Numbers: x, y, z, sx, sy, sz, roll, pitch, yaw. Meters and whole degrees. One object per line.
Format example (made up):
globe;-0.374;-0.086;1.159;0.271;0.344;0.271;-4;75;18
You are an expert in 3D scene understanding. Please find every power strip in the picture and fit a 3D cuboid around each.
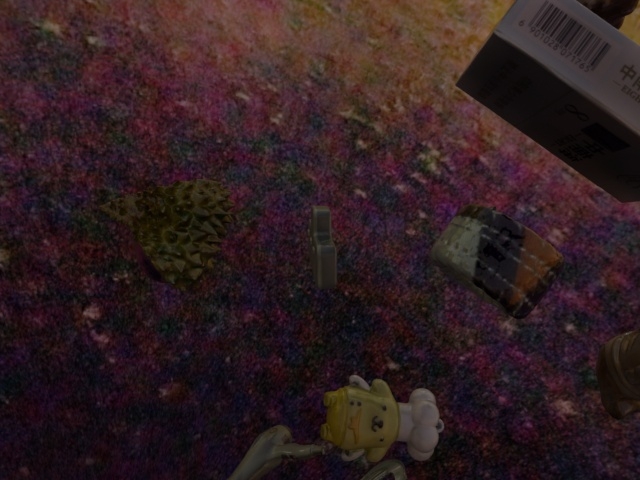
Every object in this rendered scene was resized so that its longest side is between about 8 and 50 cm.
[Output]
power strip;-0.001;0.000;1.310;0.059;0.194;0.265;-2;20;-6

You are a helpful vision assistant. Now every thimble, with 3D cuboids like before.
thimble;0.339;0.042;0.919;0.237;0.150;0.237;37;1;0

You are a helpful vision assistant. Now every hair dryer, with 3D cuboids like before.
hair dryer;-0.121;0.516;1.071;0.218;0.224;0.089;-29;97;-30

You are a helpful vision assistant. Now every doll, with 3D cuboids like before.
doll;0.082;0.233;0.609;0.162;0.062;0.106;7;81;-9

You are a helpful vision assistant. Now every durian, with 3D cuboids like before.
durian;-0.146;0.001;0.543;0.118;0.187;0.108;-19;82;-2

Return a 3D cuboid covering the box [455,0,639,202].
box;0.267;-0.135;0.472;0.242;0.067;0.155;36;4;1

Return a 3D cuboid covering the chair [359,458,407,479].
chair;0.045;0.521;0.855;0.274;0.203;0.191;11;48;-36

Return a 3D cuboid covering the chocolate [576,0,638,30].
chocolate;0.422;-0.359;0.792;0.148;0.214;0.093;-9;73;8

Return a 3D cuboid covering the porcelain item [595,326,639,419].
porcelain item;0.188;0.041;0.194;0.084;0.213;0.054;-11;68;-8
